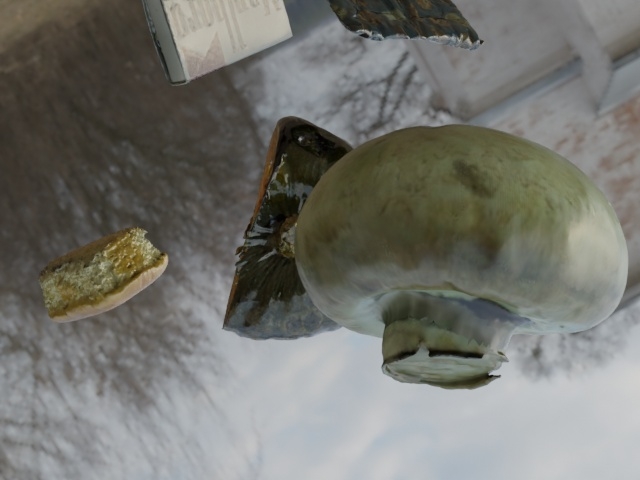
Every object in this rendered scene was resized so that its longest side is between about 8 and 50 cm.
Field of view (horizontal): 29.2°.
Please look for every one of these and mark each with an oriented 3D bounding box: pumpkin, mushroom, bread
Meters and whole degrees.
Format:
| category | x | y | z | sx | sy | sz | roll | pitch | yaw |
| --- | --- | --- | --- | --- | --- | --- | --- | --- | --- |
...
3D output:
| category | x | y | z | sx | sy | sz | roll | pitch | yaw |
| --- | --- | --- | --- | --- | --- | --- | --- | --- | --- |
| pumpkin | 0.000 | 0.000 | 1.756 | 0.232 | 0.325 | 0.242 | 14 | -174 | -2 |
| mushroom | 0.146 | 0.017 | 1.302 | 0.352 | 0.260 | 0.352 | 6 | 162 | 2 |
| bread | -0.382 | 0.061 | 2.128 | 0.174 | 0.121 | 0.245 | -29 | -176 | -41 |

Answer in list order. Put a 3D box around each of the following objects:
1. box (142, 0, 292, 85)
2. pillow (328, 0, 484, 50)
| category | x | y | z | sx | sy | sz | roll | pitch | yaw |
| --- | --- | --- | --- | --- | --- | --- | --- | --- | --- |
| box | -0.113 | -0.254 | 1.370 | 0.036 | 0.115 | 0.177 | 3 | -155 | 44 |
| pillow | 0.102 | -0.341 | 1.751 | 0.255 | 0.189 | 0.034 | -2 | 135 | -38 |
